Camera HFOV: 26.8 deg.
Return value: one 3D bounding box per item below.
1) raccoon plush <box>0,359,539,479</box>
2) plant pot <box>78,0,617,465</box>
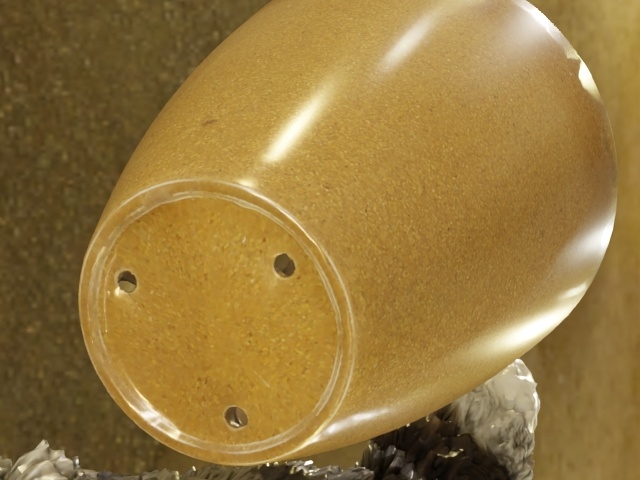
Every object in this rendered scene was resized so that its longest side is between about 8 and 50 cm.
[{"bbox_3d":[-0.046,0.119,0.662,0.446,0.216,0.299,-61,147,-45],"label":"raccoon plush"},{"bbox_3d":[0.000,0.000,0.626,0.254,0.237,0.237,-39,125,-63],"label":"plant pot"}]
